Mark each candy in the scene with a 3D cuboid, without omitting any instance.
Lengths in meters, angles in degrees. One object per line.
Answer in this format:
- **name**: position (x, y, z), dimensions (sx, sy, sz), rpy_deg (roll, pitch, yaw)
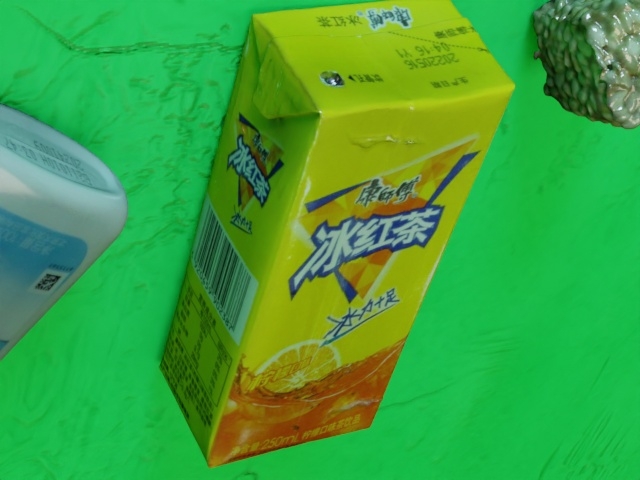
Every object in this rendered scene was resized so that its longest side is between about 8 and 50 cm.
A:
- **candy**: position (0.199, -0.130, 1.043), dimensions (0.085, 0.110, 0.095), rpy_deg (-29, 107, -4)

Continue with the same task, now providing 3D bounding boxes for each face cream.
- **face cream**: position (-0.277, 0.057, 0.944), dimensions (0.337, 0.080, 0.163), rpy_deg (-44, 138, 17)

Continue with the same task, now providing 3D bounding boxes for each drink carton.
- **drink carton**: position (0.000, 0.000, 1.061), dimensions (0.155, 0.111, 0.351), rpy_deg (-10, 139, -29)
